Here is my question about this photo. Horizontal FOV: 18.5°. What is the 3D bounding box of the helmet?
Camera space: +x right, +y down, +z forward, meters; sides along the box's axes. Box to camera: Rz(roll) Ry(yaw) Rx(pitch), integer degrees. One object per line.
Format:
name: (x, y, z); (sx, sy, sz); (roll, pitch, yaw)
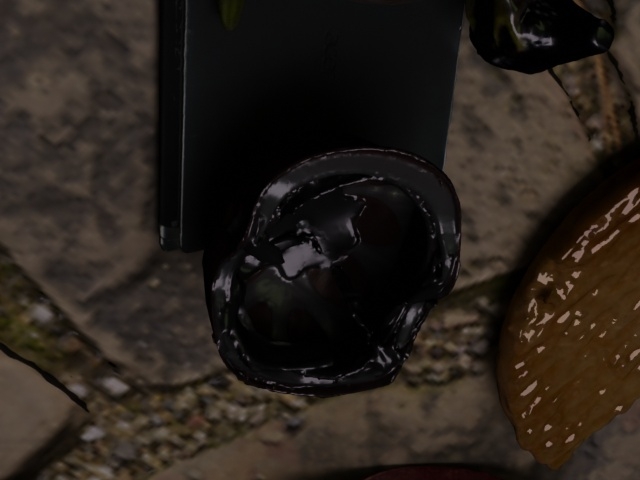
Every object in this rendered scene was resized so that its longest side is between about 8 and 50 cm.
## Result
helmet: (0.000, 0.000, 0.785); (0.098, 0.070, 0.123); (11, 117, -22)

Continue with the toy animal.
toy animal: (0.034, -0.113, 0.725); (0.202, 0.070, 0.105); (4, 116, -22)

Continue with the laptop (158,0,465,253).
laptop: (-0.002, -0.076, 0.779); (0.129, 0.016, 0.180); (-11, 133, -19)

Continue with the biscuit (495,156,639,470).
biscuit: (0.164, 0.012, 0.931); (0.224, 0.033, 0.144); (-41, 133, 10)

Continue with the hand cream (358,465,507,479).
hand cream: (0.064, 0.214, 0.946); (0.193, 0.193, 0.125); (1, 129, -29)
